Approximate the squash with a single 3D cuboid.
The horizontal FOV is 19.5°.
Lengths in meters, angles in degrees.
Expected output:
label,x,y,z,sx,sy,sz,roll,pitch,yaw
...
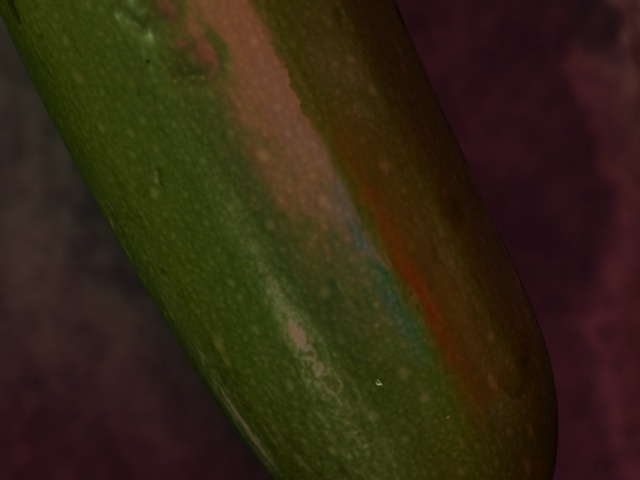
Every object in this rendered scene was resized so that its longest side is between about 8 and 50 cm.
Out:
label,x,y,z,sx,sy,sz,roll,pitch,yaw
squash,0.000,0.000,0.453,0.095,0.095,0.188,-28,95,-11
